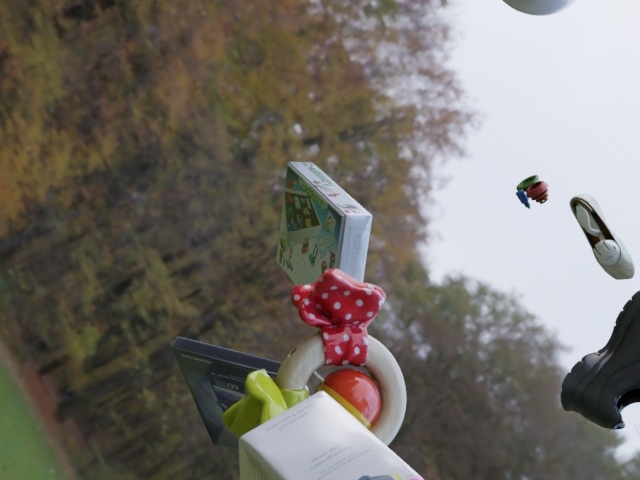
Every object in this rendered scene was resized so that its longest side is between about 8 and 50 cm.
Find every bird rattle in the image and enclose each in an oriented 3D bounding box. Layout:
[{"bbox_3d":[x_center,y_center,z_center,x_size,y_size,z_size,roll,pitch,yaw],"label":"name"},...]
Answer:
[{"bbox_3d":[0.010,0.167,1.463,0.207,0.253,0.143,45,-25,-15],"label":"bird rattle"}]

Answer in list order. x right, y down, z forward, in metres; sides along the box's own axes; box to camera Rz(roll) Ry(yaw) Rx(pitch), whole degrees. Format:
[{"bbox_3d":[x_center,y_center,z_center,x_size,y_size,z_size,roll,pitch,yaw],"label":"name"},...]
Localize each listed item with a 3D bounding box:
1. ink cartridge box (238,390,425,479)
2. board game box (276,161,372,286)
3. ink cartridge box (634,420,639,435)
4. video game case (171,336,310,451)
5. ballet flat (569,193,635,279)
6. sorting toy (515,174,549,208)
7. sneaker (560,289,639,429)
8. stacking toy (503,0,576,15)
[{"bbox_3d":[0.067,0.339,1.227,0.353,0.119,0.207,38,-40,38],"label":"ink cartridge box"},{"bbox_3d":[0.000,0.000,2.094,0.305,0.053,0.193,-133,-133,-62],"label":"board game box"},{"bbox_3d":[0.469,0.279,1.695,0.083,0.028,0.048,56,21,10],"label":"ink cartridge box"},{"bbox_3d":[-0.097,0.247,1.808,0.196,0.026,0.274,12,-36,20],"label":"video game case"},{"bbox_3d":[0.462,-0.003,2.055,0.052,0.057,0.168,2,54,-52],"label":"ballet flat"},{"bbox_3d":[0.420,-0.092,2.434,0.042,0.061,0.102,56,2,-15],"label":"sorting toy"},{"bbox_3d":[0.522,0.191,2.014,0.130,0.286,0.109,34,-9,38],"label":"sneaker"},{"bbox_3d":[0.152,-0.381,1.301,0.480,0.350,0.350,24,22,-50],"label":"stacking toy"}]
